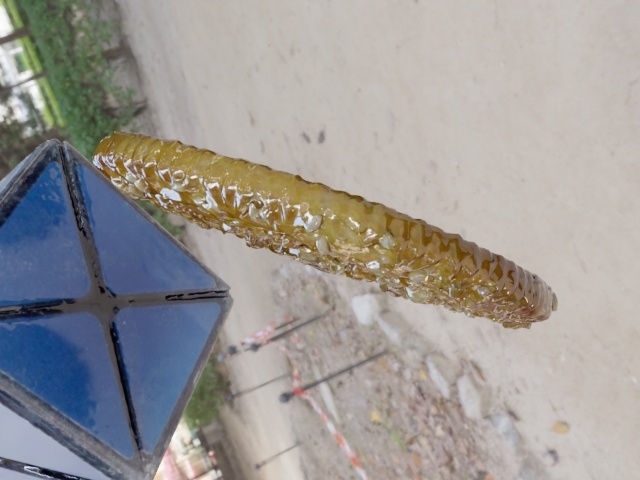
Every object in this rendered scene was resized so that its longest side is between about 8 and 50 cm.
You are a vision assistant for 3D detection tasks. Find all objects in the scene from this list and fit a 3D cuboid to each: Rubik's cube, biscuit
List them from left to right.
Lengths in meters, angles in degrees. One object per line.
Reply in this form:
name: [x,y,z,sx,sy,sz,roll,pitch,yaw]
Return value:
Rubik's cube: [-0.283,0.102,0.753,0.259,0.254,0.260,46,-141,-20]
biscuit: [0.000,0.000,0.496,0.305,0.305,0.038,-173,102,-76]
